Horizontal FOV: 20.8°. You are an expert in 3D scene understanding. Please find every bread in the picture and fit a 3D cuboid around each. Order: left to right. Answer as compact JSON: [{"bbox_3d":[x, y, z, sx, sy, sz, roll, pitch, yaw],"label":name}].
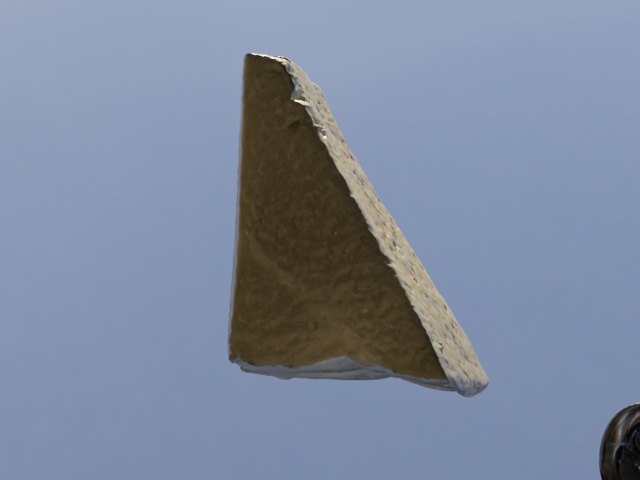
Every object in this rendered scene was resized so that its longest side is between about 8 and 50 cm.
[{"bbox_3d":[0.020,-0.007,0.774,0.105,0.077,0.152,0,-98,19],"label":"bread"}]

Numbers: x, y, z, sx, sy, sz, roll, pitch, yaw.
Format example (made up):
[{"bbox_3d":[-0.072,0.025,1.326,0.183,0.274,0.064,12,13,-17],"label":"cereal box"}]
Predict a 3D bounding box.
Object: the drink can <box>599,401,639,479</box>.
[{"bbox_3d":[0.305,0.137,1.216,0.235,0.097,0.097,-8,-137,-41],"label":"drink can"}]
